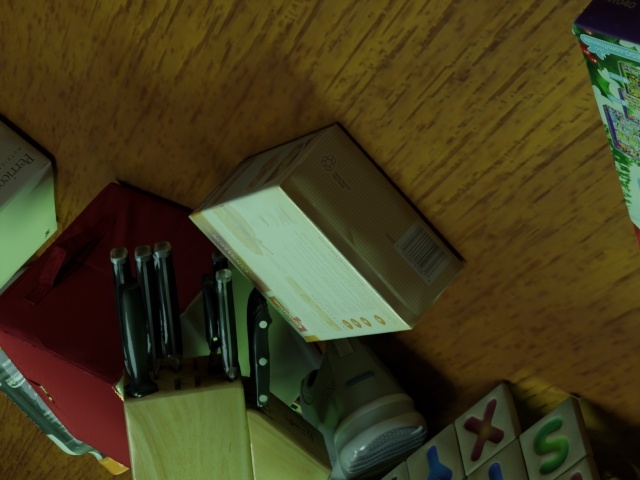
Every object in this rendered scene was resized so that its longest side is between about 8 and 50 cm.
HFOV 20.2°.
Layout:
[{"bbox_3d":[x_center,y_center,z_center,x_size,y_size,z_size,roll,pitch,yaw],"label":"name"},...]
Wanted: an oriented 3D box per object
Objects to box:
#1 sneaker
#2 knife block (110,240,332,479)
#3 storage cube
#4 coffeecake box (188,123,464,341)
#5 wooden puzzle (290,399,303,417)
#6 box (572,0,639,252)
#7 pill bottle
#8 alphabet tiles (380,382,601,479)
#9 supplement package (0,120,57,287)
[{"bbox_3d":[0.033,0.151,1.584,0.281,0.105,0.115,113,136,-69],"label":"sneaker"},{"bbox_3d":[-0.124,0.149,1.439,0.242,0.276,0.088,38,-172,-13],"label":"knife block"},{"bbox_3d":[-0.147,0.092,1.616,0.193,0.184,0.215,21,151,42],"label":"storage cube"},{"bbox_3d":[0.000,0.000,1.341,0.142,0.068,0.185,47,158,-13],"label":"coffeecake box"},{"bbox_3d":[-0.022,0.178,1.801,0.116,0.014,0.078,23,152,40],"label":"wooden puzzle"},{"bbox_3d":[0.271,-0.013,0.858,0.293,0.057,0.201,25,152,38],"label":"box"},{"bbox_3d":[-0.290,0.156,2.064,0.246,0.130,0.130,47,158,-13],"label":"pill bottle"},{"bbox_3d":[0.108,0.278,1.316,0.011,0.342,0.285,29,124,-31],"label":"alphabet tiles"},{"bbox_3d":[-0.428,-0.073,1.794,0.293,0.177,0.175,38,158,10],"label":"supplement package"}]
